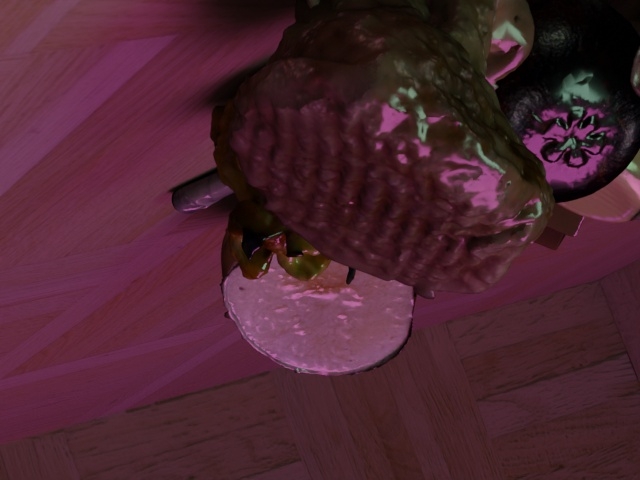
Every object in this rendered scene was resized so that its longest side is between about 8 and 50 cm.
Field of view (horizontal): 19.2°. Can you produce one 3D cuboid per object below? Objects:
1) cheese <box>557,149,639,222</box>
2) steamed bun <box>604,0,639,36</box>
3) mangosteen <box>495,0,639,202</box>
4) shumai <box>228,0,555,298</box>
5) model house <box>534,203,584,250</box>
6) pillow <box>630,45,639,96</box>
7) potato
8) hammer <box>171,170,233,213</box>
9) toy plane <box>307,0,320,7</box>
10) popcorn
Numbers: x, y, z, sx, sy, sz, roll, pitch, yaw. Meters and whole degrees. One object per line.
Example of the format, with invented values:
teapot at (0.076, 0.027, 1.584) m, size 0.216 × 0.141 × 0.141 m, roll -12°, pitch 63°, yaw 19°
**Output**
cheese at (0.243, -0.096, 1.941) m, size 0.227 × 0.064 × 0.137 m, roll 27°, pitch 152°, yaw -6°
steamed bun at (0.448, -0.189, 1.947) m, size 0.347 × 0.237 × 0.394 m, roll 13°, pitch 166°, yaw 24°
mangosteen at (0.205, -0.149, 1.801) m, size 0.216 × 0.216 × 0.216 m, roll -20°, pitch 170°, yaw -4°
shumai at (0.082, -0.135, 1.526) m, size 0.267 × 0.262 × 0.314 m, roll 14°, pitch 158°, yaw 17°
model house at (0.237, -0.127, 2.070) m, size 0.248 × 0.181 × 0.176 m, roll 100°, pitch 15°, yaw -68°
pillow at (0.368, -0.219, 1.704) m, size 0.131 × 0.232 × 0.038 m, roll 14°, pitch -163°, yaw -9°
potato at (0.000, 0.000, 2.232) m, size 0.246 × 0.196 × 0.299 m, roll -4°, pitch 141°, yaw -4°
hammer at (0.023, -0.116, 2.014) m, size 0.427 × 0.044 × 0.152 m, roll -25°, pitch 168°, yaw 27°
toy plane at (0.119, -0.242, 1.448) m, size 0.286 × 0.092 × 0.108 m, roll -18°, pitch -165°, yaw -24°
popcorn at (-0.012, -0.065, 1.773) m, size 0.168 × 0.195 × 0.173 m, roll -15°, pitch 167°, yaw 13°
